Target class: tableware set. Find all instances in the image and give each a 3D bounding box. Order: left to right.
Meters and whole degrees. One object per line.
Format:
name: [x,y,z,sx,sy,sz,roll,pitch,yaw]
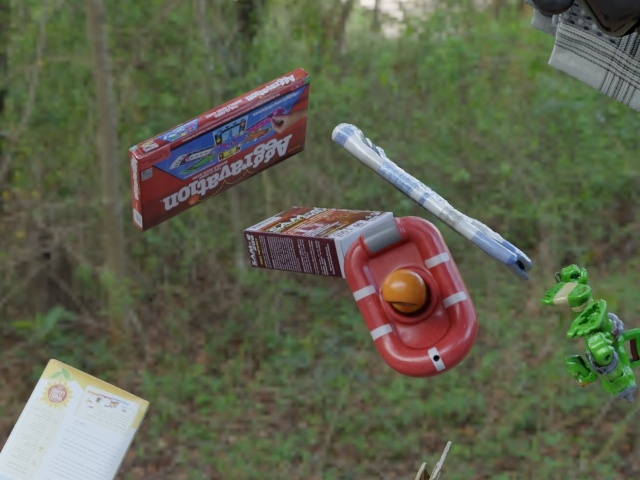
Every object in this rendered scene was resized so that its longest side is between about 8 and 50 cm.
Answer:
tableware set: [0.088,0.307,1.402,0.039,0.128,0.194,20,29,11]

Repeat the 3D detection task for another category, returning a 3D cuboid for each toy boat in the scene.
toy boat: [0.122,0.076,1.780,0.151,0.231,0.151,-26,-12,7]

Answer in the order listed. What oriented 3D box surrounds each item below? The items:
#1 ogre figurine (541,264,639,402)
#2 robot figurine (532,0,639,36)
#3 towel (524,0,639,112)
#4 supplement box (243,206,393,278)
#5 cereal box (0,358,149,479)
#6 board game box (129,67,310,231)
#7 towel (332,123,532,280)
ogre figurine: [0.333,0.117,1.542,0.097,0.118,0.197,-35,22,-7]
robot figurine: [0.271,-0.286,1.102,0.174,0.278,0.209,-37,-7,38]
towel: [0.363,-0.233,1.383,0.324,0.056,0.312,36,-18,17]
supplement box: [0.000,0.000,2.143,0.239,0.073,0.130,4,24,46]
cereal box: [-0.390,0.323,1.979,0.173,0.240,0.047,25,-23,0]
board game box: [-0.134,-0.124,1.764,0.281,0.145,0.027,-29,58,-27]
towel: [0.147,-0.049,1.641,0.285,0.034,0.209,37,4,16]
